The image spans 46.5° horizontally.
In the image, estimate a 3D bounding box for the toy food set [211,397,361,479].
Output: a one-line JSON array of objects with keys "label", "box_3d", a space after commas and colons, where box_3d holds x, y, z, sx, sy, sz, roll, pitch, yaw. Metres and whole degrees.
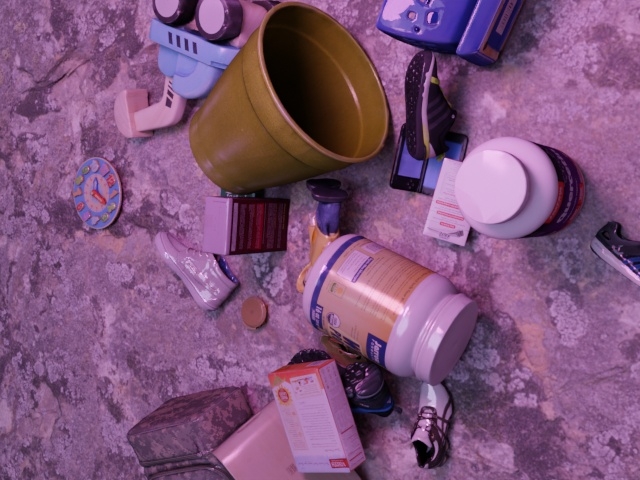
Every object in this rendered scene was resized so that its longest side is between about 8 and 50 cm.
[{"label": "toy food set", "box_3d": [-0.072, 0.532, 1.714, 0.306, 0.219, 0.092, 47, 157, 12]}]

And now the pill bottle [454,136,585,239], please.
[{"label": "pill bottle", "box_3d": [0.362, -0.093, 1.366, 0.181, 0.323, 0.182, 2, 93, 31]}]

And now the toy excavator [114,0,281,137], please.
[{"label": "toy excavator", "box_3d": [-0.334, -0.419, 1.860, 0.433, 0.222, 0.445, 27, 114, 29]}]

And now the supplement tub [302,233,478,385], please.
[{"label": "supplement tub", "box_3d": [0.145, 0.144, 1.561, 0.316, 0.228, 0.228, 27, 105, 28]}]

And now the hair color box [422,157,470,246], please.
[{"label": "hair color box", "box_3d": [0.281, -0.082, 1.560, 0.093, 0.053, 0.167, 17, 100, 9]}]

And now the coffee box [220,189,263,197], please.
[{"label": "coffee box", "box_3d": [-0.202, -0.066, 1.872, 0.113, 0.040, 0.184, 10, 97, 31]}]

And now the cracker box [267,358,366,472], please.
[{"label": "cracker box", "box_3d": [-0.009, 0.381, 1.611, 0.155, 0.067, 0.232, -15, 93, 41]}]

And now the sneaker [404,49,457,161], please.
[{"label": "sneaker", "box_3d": [0.228, -0.274, 1.518, 0.084, 0.097, 0.235, -122, 27, -57]}]

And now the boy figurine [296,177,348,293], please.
[{"label": "boy figurine", "box_3d": [0.000, 0.000, 1.699, 0.177, 0.092, 0.285, -115, 29, -54]}]

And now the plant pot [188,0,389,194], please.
[{"label": "plant pot", "box_3d": [-0.100, -0.270, 1.653, 0.353, 0.366, 0.366, -27, 78, 41]}]

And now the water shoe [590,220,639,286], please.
[{"label": "water shoe", "box_3d": [0.598, 0.040, 1.375, 0.203, 0.073, 0.080, 40, 108, 23]}]

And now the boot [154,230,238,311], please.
[{"label": "boot", "box_3d": [-0.314, 0.050, 1.925, 0.123, 0.095, 0.258, -43, 79, 19]}]

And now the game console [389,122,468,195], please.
[{"label": "game console", "box_3d": [0.229, -0.168, 1.587, 0.085, 0.124, 0.144, 24, 105, 56]}]

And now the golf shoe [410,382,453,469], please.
[{"label": "golf shoe", "box_3d": [0.236, 0.393, 1.595, 0.077, 0.094, 0.198, -4, 88, 32]}]

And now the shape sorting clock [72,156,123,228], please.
[{"label": "shape sorting clock", "box_3d": [-0.642, -0.136, 2.136, 0.206, 0.040, 0.206, 1, 92, 31]}]

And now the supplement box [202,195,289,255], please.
[{"label": "supplement box", "box_3d": [-0.169, -0.037, 1.737, 0.073, 0.239, 0.130, 8, 95, 32]}]

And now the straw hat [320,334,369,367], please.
[{"label": "straw hat", "box_3d": [0.073, 0.238, 1.696, 0.144, 0.144, 0.061, 22, 62, 29]}]

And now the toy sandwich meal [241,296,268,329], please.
[{"label": "toy sandwich meal", "box_3d": [-0.164, 0.182, 1.867, 0.085, 0.029, 0.086, -2, 86, 31]}]

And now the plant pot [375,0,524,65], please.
[{"label": "plant pot", "box_3d": [0.274, -0.476, 1.467, 0.212, 0.236, 0.236, 28, 106, 20]}]

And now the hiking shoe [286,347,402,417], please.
[{"label": "hiking shoe", "box_3d": [0.036, 0.338, 1.702, 0.304, 0.113, 0.132, 7, 138, 48]}]

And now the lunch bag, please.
[{"label": "lunch bag", "box_3d": [-0.294, 0.530, 1.863, 0.305, 0.212, 0.256, -19, 99, 31]}]
